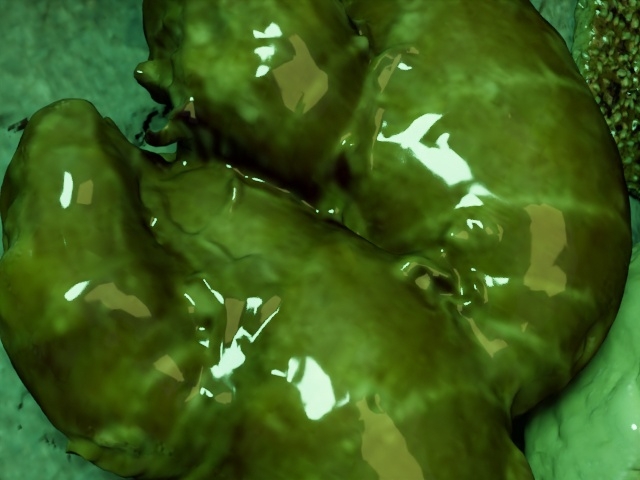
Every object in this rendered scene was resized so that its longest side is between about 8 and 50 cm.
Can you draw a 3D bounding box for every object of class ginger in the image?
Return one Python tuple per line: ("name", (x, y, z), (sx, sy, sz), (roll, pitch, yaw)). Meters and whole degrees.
("ginger", (0.007, -0.006, 0.596), (0.274, 0.152, 0.357), (34, 63, -8))

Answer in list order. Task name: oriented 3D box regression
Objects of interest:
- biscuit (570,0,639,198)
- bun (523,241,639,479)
("biscuit", (0.215, -0.142, 0.845), (0.131, 0.025, 0.231), (18, 74, -36))
("bun", (0.180, 0.083, 0.691), (0.134, 0.220, 0.220), (41, 51, 22))
